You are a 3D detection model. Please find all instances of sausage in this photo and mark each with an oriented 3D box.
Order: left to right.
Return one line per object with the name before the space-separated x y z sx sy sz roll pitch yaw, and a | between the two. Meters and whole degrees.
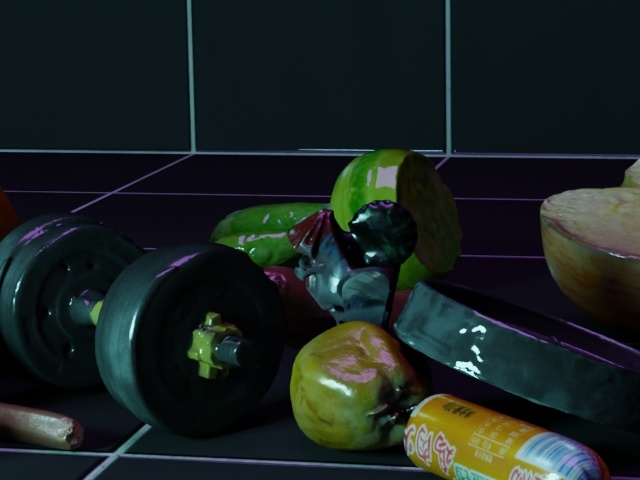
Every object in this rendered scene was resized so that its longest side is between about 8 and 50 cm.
sausage | -0.275 0.170 1.793 0.147 0.035 0.030 8 -19 37
sausage | 0.028 0.080 2.002 0.079 0.087 0.326 -25 -18 27
sausage | 0.159 0.181 1.576 0.071 0.071 0.234 -7 11 -30

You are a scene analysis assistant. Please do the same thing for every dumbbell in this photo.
dumbbell | -0.186 0.075 1.880 0.185 0.185 0.388 -9 14 -38

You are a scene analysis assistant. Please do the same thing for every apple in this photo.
apple | 0.393 0.024 2.171 0.293 0.163 0.251 -23 31 -31

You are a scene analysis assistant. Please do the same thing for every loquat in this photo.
loquat | 0.039 0.134 1.744 0.137 0.113 0.137 11 16 -3

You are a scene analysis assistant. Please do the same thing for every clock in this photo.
clock | 0.205 0.105 1.778 0.280 0.055 0.280 20 6 -2

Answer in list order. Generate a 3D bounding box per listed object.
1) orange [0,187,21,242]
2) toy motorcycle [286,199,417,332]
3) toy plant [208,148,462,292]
orange | -0.439 0.022 2.038 0.310 0.274 0.274 1 7 -38
toy motorcycle | 0.018 0.060 1.835 0.122 0.213 0.082 12 12 10
toy plant | 0.000 0.000 2.436 0.316 0.184 0.224 -14 -3 32
